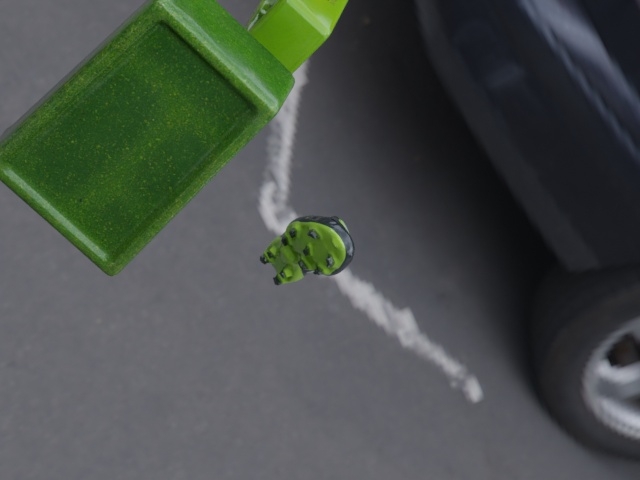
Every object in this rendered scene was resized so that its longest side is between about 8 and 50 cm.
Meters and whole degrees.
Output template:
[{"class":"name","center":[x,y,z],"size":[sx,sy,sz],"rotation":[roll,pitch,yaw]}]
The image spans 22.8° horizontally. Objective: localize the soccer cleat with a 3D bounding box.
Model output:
[{"class":"soccer cleat","center":[0.000,0.000,1.443],"size":[0.072,0.179,0.060],"rotation":[-32,94,-20]}]

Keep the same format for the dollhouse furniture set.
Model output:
[{"class":"dollhouse furniture set","center":[-0.152,-0.167,0.887],"size":[0.301,0.151,0.197],"rotation":[43,31,-13]}]
